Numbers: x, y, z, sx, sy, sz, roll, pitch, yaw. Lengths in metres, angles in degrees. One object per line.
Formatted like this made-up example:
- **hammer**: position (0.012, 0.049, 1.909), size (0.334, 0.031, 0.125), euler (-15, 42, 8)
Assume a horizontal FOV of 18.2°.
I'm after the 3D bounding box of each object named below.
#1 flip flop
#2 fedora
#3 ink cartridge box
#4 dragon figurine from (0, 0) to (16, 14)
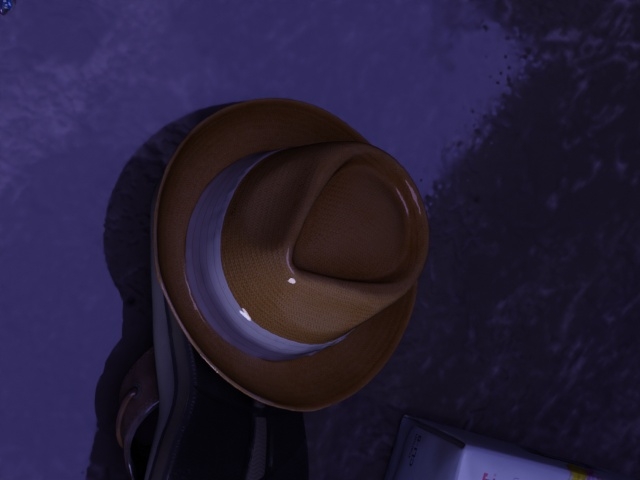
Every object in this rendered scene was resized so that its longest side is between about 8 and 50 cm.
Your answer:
- **flip flop**: position (-0.073, 0.089, 1.132), size (0.112, 0.080, 0.277), euler (9, 73, -43)
- **fedora**: position (0.000, 0.000, 1.112), size (0.194, 0.079, 0.194), euler (13, 68, -36)
- **ink cartridge box**: position (0.125, 0.189, 1.161), size (0.176, 0.127, 0.128), euler (16, 89, -14)
- **dragon figurine**: position (-0.135, -0.262, 1.098), size (0.144, 0.085, 0.289), euler (7, 92, -15)
